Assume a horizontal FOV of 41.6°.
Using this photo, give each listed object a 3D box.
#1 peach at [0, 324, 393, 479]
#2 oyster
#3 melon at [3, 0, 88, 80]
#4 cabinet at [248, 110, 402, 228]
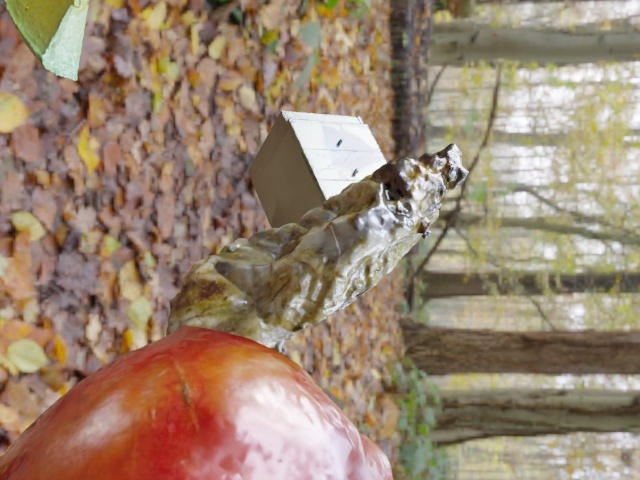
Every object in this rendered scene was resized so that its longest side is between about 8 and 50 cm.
[{"bbox_3d":[-0.116,0.223,0.561,0.338,0.281,0.281,-45,154,-18],"label":"peach"},{"bbox_3d":[0.001,0.002,0.805,0.129,0.345,0.079,50,-11,33],"label":"oyster"},{"bbox_3d":[-0.323,-0.306,0.946,0.053,0.114,0.262,-2,58,-50],"label":"melon"},{"bbox_3d":[0.012,-0.073,1.256,0.150,0.145,0.206,-54,-131,42],"label":"cabinet"}]
